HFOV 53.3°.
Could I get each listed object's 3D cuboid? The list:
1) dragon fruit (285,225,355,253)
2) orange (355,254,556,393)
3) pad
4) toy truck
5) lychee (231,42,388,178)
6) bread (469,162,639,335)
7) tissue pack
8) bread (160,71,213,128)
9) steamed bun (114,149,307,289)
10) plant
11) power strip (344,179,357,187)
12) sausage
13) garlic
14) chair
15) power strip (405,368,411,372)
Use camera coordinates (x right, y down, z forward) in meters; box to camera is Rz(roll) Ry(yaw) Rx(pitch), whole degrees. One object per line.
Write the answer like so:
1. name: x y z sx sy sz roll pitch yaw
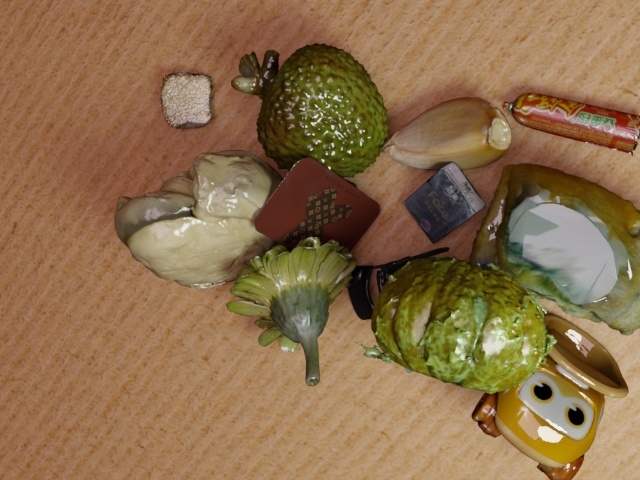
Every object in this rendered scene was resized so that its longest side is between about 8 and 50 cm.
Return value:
1. dragon fruit: -0.008 -0.013 1.387 0.192 0.122 0.092 -46 53 16
2. orange: 0.236 0.135 1.085 0.300 0.301 0.223 13 85 -19
3. pad: 0.000 -0.048 1.295 0.181 0.267 0.004 -53 43 9
4. toy truck: 0.431 0.287 1.200 0.204 0.288 0.212 35 115 13
5. lychee: -0.012 -0.266 1.297 0.270 0.270 0.320 -38 118 15
6. bread: 0.481 0.027 1.165 0.395 0.264 0.239 25 96 15
7. tissue pack: 0.248 -0.074 1.292 0.112 0.051 0.156 55 146 7
8. bread: -0.307 -0.325 1.489 0.126 0.044 0.129 -1 91 9
9. steamed bun: -0.224 -0.061 1.335 0.372 0.325 0.230 -23 60 4
10. plant: -0.017 0.129 1.304 0.261 0.306 0.297 -38 45 -21
11. power strip: 0.018 -0.128 1.396 0.123 0.056 0.032 22 101 14
12. sausage: 0.485 -0.234 1.242 0.263 0.083 0.083 17 98 15
13. garlic: 0.254 -0.203 1.267 0.244 0.164 0.146 -7 103 23
14. chair: 0.169 0.101 1.346 0.145 0.221 0.140 -12 90 -26
15. power strip: 0.277 0.213 1.310 0.216 0.044 0.137 -6 60 32
